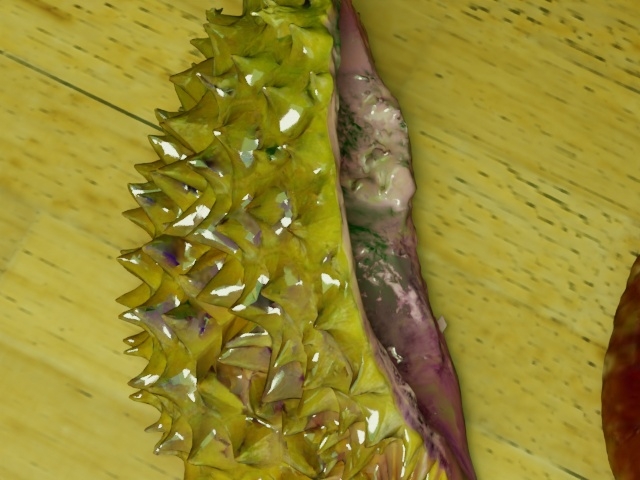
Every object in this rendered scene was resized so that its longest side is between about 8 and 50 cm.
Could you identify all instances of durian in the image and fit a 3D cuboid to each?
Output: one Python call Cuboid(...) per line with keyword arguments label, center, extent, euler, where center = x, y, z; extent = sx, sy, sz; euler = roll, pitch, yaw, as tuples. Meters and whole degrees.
Cuboid(label="durian", center=(-0.013, -0.002, 0.723), extent=(0.154, 0.186, 0.260), euler=(-8, 58, -10))

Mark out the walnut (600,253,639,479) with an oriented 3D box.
Cuboid(label="walnut", center=(0.181, 0.055, 0.730), extent=(0.116, 0.116, 0.207), euler=(10, 78, 3))
